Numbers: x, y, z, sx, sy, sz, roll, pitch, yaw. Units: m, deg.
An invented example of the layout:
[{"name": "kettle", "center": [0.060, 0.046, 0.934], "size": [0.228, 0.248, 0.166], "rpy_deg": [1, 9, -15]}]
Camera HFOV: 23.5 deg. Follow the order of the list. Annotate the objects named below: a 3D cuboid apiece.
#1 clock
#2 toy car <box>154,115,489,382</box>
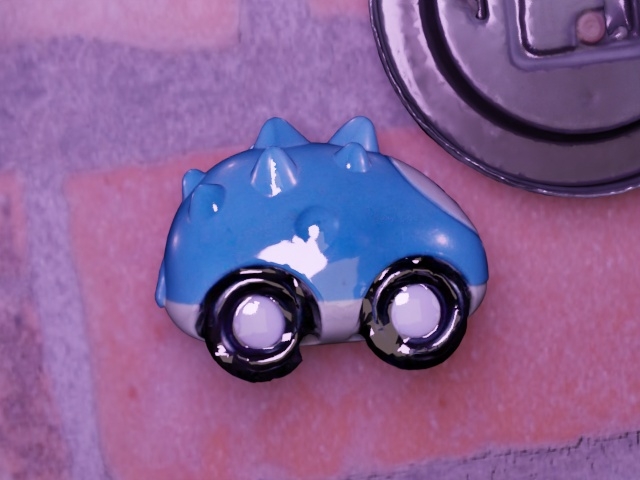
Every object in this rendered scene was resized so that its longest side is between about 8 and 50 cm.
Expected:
[{"name": "clock", "center": [0.196, -0.196, 1.198], "size": [0.325, 0.067, 0.325], "rpy_deg": [0, 93, -2]}, {"name": "toy car", "center": [0.000, 0.000, 1.177], "size": [0.255, 0.188, 0.190], "rpy_deg": [-2, 96, -5]}]
